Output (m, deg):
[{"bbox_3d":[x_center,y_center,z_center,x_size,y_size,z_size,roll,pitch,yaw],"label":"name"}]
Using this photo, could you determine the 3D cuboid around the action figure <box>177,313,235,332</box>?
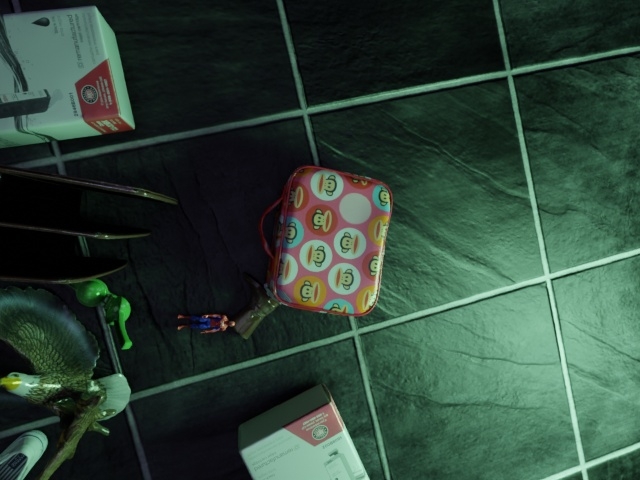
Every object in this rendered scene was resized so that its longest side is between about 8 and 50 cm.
[{"bbox_3d":[-0.234,0.170,0.865,0.115,0.030,0.038,1,87,-2],"label":"action figure"}]

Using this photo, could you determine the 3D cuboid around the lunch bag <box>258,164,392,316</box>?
[{"bbox_3d":[0.000,0.000,0.860,0.258,0.120,0.293,11,87,-13],"label":"lunch bag"}]

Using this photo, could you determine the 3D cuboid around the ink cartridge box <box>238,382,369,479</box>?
[{"bbox_3d":[-0.019,0.483,0.880,0.207,0.117,0.282,-25,96,-9],"label":"ink cartridge box"}]

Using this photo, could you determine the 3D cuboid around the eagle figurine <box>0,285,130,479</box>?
[{"bbox_3d":[-0.519,0.250,0.768,0.298,0.225,0.226,31,41,18],"label":"eagle figurine"}]

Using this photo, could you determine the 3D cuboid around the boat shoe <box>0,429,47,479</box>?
[{"bbox_3d":[-0.619,0.463,0.789,0.083,0.076,0.226,36,86,-10],"label":"boat shoe"}]

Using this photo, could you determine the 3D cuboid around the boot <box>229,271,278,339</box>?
[{"bbox_3d":[-0.159,0.139,0.885,0.114,0.037,0.106,-44,97,-1],"label":"boot"}]

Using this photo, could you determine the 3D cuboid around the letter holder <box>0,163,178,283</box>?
[{"bbox_3d":[-0.364,-0.019,0.703,0.215,0.302,0.151,7,91,-11],"label":"letter holder"}]

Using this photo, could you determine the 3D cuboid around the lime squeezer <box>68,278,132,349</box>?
[{"bbox_3d":[-0.438,0.117,0.802,0.310,0.110,0.058,32,104,20],"label":"lime squeezer"}]

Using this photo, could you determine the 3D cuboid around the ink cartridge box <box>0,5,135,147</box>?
[{"bbox_3d":[-0.509,-0.288,0.760,0.273,0.114,0.196,-12,95,-9],"label":"ink cartridge box"}]
